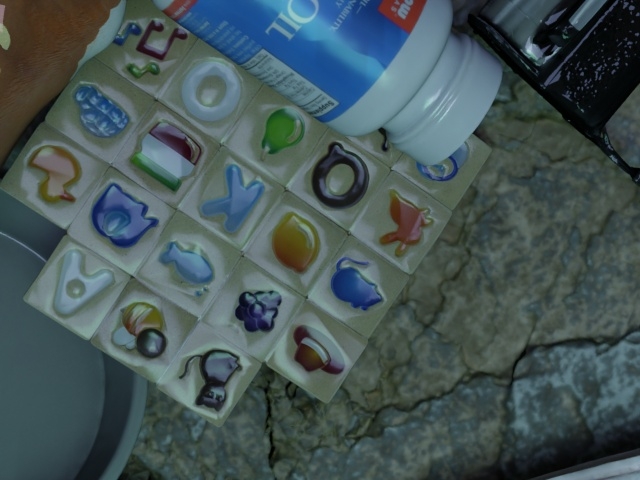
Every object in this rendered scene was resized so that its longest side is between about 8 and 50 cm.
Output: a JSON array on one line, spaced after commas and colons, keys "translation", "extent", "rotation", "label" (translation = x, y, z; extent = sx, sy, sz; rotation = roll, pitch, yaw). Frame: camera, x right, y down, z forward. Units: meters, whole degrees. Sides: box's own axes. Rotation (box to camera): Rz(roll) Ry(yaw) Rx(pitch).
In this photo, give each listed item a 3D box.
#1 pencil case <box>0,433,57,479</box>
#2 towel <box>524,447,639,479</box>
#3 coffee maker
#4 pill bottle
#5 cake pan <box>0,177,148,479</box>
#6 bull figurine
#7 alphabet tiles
[{"translation": [-0.215, 0.211, 0.916], "extent": [0.306, 0.133, 0.119], "rotation": [35, 142, -9], "label": "pencil case"}, {"translation": [0.229, 0.336, 0.907], "extent": [0.317, 0.053, 0.331], "rotation": [-19, 86, 8], "label": "towel"}, {"translation": [0.221, -0.167, 0.851], "extent": [0.178, 0.120, 0.171], "rotation": [-46, 125, 10], "label": "coffee maker"}, {"translation": [0.010, -0.148, 0.804], "extent": [0.221, 0.124, 0.124], "rotation": [32, 101, -17], "label": "pill bottle"}, {"translation": [-0.268, 0.090, 0.839], "extent": [0.293, 0.054, 0.293], "rotation": [10, 64, -22], "label": "cake pan"}, {"translation": [-0.237, -0.117, 0.753], "extent": [0.188, 0.101, 0.310], "rotation": [26, 107, -31], "label": "bull figurine"}, {"translation": [-0.049, -0.053, 0.873], "extent": [0.285, 0.011, 0.342], "rotation": [34, 87, -9], "label": "alphabet tiles"}]
